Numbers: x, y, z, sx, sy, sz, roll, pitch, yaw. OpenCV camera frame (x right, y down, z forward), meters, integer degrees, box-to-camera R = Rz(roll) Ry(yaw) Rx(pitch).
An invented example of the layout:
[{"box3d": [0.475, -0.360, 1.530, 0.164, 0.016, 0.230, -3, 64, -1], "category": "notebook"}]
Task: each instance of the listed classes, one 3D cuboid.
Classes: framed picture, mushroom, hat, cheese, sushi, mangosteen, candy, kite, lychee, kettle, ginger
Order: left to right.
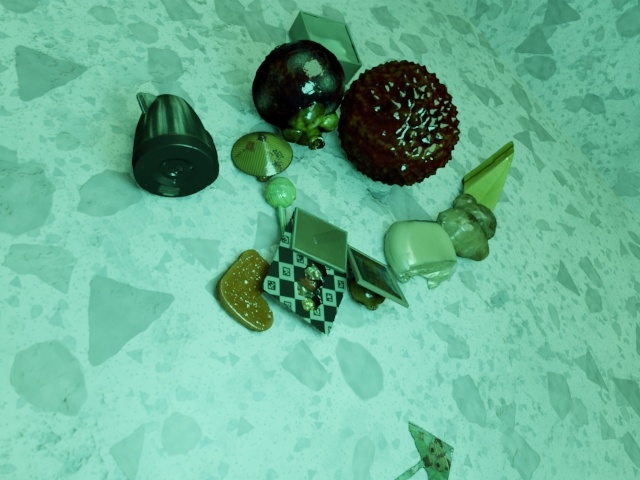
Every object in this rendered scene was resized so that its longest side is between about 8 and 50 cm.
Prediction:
[{"box3d": [-0.381, -0.281, 1.285, 0.250, 0.207, 0.271, -1, 57, -27], "category": "kettle"}, {"box3d": [-0.177, -0.290, 1.453, 0.192, 0.082, 0.193, 4, 56, -6], "category": "hat"}, {"box3d": [-0.106, -0.032, 1.415, 0.092, 0.093, 0.336, -10, 74, 9], "category": "candy"}, {"box3d": [-0.064, -0.477, 1.538, 0.329, 0.330, 0.330, 16, 56, -26], "category": "mangosteen"}, {"box3d": [-0.039, 0.101, 1.380, 0.264, 0.050, 0.290, 39, 47, -20], "category": "sushi"}, {"box3d": [0.000, 0.000, 1.423, 0.203, 0.015, 0.150, 25, 53, -30], "category": "framed picture"}, {"box3d": [0.143, 0.155, 1.466, 0.127, 0.087, 0.127, 23, 29, -14], "category": "mushroom"}, {"box3d": [0.165, 0.103, 1.456, 0.184, 0.016, 0.250, 28, 18, -17], "category": "framed picture"}, {"box3d": [0.260, -0.412, 1.654, 0.424, 0.425, 0.500, 9, 40, -30], "category": "lychee"}, {"box3d": [0.341, 0.043, 1.626, 0.265, 0.127, 0.234, 0, 67, -32], "category": "cheese"}, {"box3d": [0.286, 0.619, 1.326, 0.249, 0.012, 0.229, -9, 66, -36], "category": "kite"}, {"box3d": [0.569, -0.057, 1.833, 0.244, 0.155, 0.304, 42, 40, 3], "category": "ginger"}]

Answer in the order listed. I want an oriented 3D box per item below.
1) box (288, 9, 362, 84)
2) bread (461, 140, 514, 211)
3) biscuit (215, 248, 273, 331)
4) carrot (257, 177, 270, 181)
[{"box3d": [0.014, -0.753, 1.876, 0.224, 0.117, 0.225, 0, 64, -33], "category": "box"}, {"box3d": [0.729, -0.249, 1.950, 0.163, 0.264, 0.168, 42, 36, -10], "category": "bread"}, {"box3d": [-0.179, 0.136, 1.280, 0.186, 0.036, 0.192, 43, 48, -9], "category": "biscuit"}, {"box3d": [-0.148, -0.248, 1.510, 0.060, 0.060, 0.186, 38, 49, -10], "category": "carrot"}]
